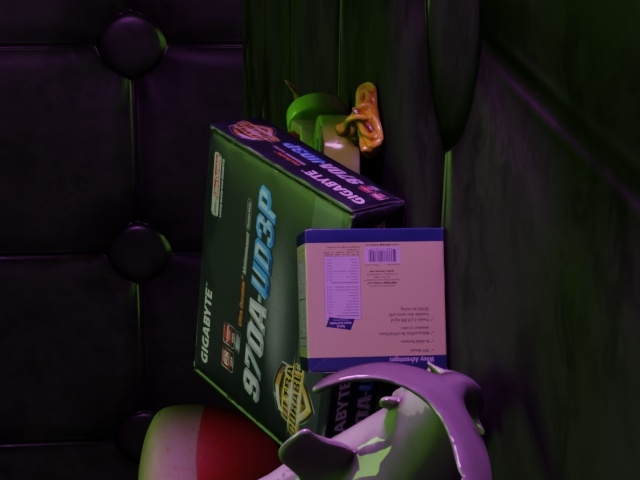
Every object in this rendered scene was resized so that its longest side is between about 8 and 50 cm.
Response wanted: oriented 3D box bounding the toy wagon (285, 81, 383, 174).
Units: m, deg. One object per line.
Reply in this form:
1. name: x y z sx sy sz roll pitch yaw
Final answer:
1. toy wagon: 0.000 0.000 1.133 0.344 0.068 0.267 96 170 -53

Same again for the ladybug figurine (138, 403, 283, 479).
1. ladybug figurine: -0.073 0.316 1.308 0.449 0.162 0.305 -109 4 -64

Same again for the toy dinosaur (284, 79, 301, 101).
1. toy dinosaur: -0.016 -0.083 1.392 0.112 0.064 0.211 -145 43 -60

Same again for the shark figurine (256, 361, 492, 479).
1. shark figurine: 0.052 0.129 0.698 0.116 0.166 0.278 61 148 13

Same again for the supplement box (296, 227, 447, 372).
1. supplement box: 0.029 0.036 0.789 0.056 0.083 0.083 147 122 -83

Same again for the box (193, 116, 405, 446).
1. box: -0.023 0.039 0.993 0.175 0.051 0.220 34 127 43
